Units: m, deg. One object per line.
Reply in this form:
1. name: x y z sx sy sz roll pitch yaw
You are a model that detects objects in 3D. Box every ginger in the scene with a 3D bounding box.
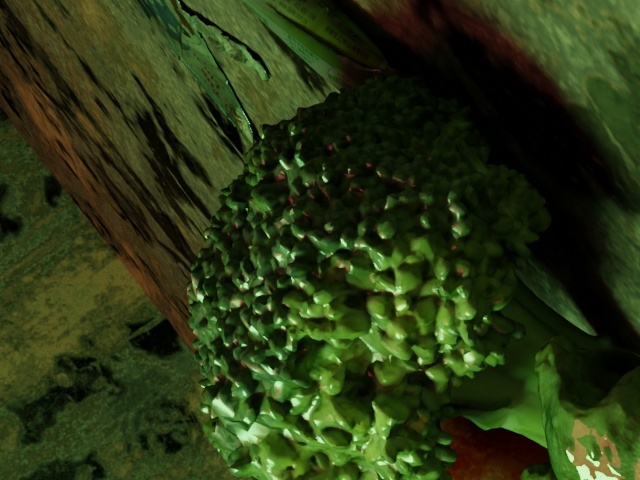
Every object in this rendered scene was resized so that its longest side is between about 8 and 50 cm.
1. ginger: 0.163 0.081 0.765 0.137 0.089 0.290 57 155 19

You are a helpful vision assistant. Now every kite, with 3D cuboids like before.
1. kite: -0.123 -0.193 1.401 0.314 0.011 0.335 37 161 55

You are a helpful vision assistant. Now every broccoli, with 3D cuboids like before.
1. broccoli: 0.029 0.049 0.955 0.260 0.235 0.288 56 180 -9

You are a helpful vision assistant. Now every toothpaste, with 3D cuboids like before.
1. toothpaste: -0.024 -0.150 1.057 0.248 0.047 0.078 43 167 31

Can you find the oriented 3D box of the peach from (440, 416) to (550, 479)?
1. peach: 0.135 0.192 1.109 0.192 0.190 0.190 38 162 48
